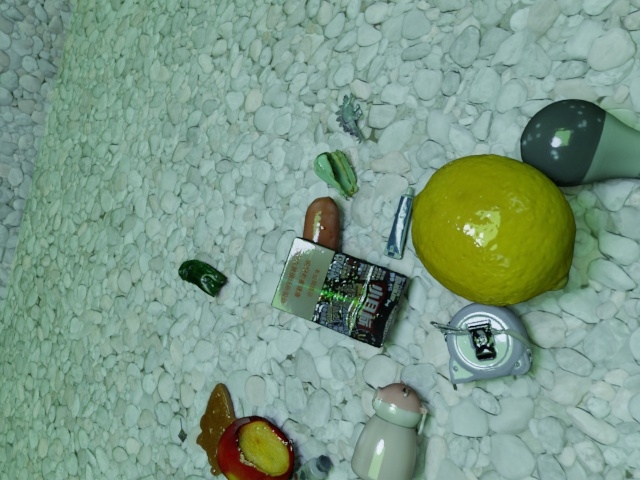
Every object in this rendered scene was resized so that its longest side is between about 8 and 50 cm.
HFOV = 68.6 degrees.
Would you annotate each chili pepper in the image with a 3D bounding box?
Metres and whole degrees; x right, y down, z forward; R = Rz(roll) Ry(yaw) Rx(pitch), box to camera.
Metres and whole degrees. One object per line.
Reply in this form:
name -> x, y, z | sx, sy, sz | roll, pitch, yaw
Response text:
chili pepper -> -0.413, 0.126, 1.634 | 0.224, 0.061, 0.098 | 18, 85, 37

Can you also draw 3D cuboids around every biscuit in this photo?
biscuit -> -0.326, 0.603, 1.506 | 0.183, 0.043, 0.280 | -9, 72, 29

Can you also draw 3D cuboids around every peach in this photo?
peach -> -0.178, 0.601, 1.318 | 0.226, 0.190, 0.196 | -8, 54, 38

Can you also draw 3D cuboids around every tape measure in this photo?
tape measure -> 0.367, 0.229, 1.063 | 0.196, 0.105, 0.178 | -27, 67, 29

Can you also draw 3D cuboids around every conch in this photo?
conch -> 0.053, -0.201, 1.373 | 0.170, 0.079, 0.106 | 47, 115, 14

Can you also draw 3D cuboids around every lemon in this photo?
lemon -> 0.358, -0.025, 0.997 | 0.336, 0.336, 0.336 | -6, 78, 33

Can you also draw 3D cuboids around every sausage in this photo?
sausage -> 0.000, 0.000, 1.348 | 0.114, 0.113, 0.259 | 1, 83, 34

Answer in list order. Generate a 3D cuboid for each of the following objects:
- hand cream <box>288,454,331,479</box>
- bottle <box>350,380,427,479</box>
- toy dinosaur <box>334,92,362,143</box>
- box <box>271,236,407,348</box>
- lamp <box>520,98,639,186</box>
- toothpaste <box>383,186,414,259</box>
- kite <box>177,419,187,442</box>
hand cream -> -0.072, 0.690, 1.313 | 0.276, 0.059, 0.095 | -49, 57, 23
bottle -> 0.173, 0.461, 1.137 | 0.148, 0.147, 0.236 | 12, 81, 35
toy dinosaur -> 0.090, -0.354, 1.386 | 0.082, 0.039, 0.209 | -35, 54, 28
box -> 0.048, 0.131, 1.232 | 0.310, 0.084, 0.198 | 20, 92, 8
lamp -> 0.581, -0.181, 0.984 | 0.314, 0.182, 0.182 | 20, 94, 3
toothpaste -> 0.216, -0.048, 1.256 | 0.057, 0.035, 0.197 | 17, 95, 40
kite -> -0.484, 0.660, 1.624 | 0.044, 0.002, 0.078 | -42, 63, 21
